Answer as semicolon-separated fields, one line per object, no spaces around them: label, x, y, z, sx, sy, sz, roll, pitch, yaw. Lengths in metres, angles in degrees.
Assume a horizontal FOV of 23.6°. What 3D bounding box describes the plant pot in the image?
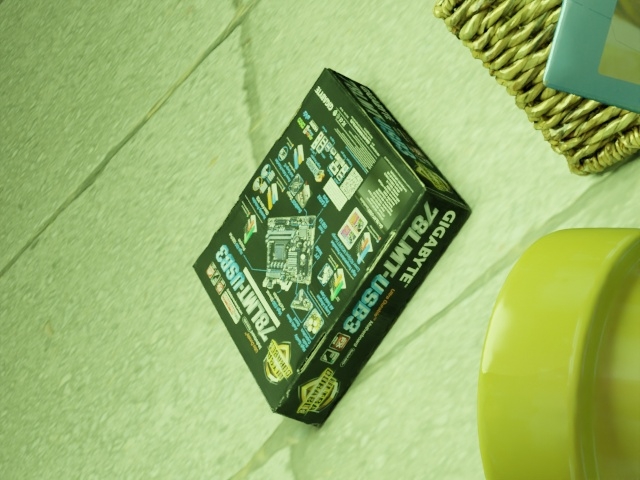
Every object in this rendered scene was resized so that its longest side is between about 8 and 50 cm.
plant pot;0.275;0.114;1.068;0.239;0.254;0.254;-1;69;38

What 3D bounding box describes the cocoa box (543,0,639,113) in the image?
cocoa box;0.315;-0.248;1.079;0.228;0.231;0.347;-31;-44;-75

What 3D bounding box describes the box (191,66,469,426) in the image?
box;0.000;0.000;1.669;0.293;0.073;0.295;-57;34;16

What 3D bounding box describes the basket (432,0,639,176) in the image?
basket;0.293;-0.239;1.374;0.299;0.223;0.213;-37;10;38
